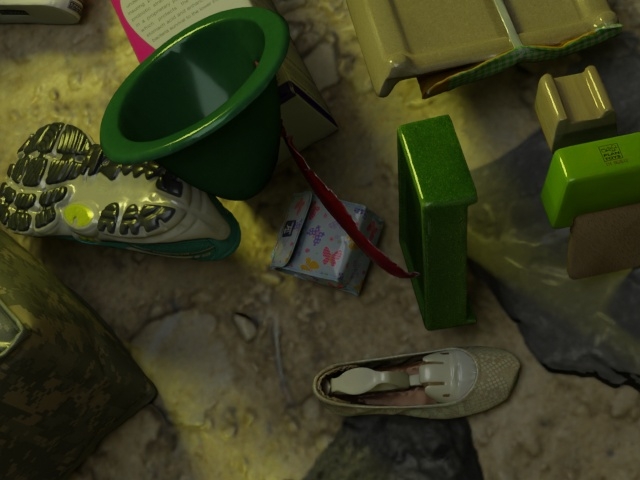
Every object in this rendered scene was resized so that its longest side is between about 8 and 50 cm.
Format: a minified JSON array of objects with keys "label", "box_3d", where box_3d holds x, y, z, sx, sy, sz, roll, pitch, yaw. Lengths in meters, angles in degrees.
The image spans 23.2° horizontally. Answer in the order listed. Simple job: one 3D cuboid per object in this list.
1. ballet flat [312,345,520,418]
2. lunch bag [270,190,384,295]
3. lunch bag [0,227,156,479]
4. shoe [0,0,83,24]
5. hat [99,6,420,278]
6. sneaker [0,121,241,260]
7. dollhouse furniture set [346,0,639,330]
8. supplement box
[{"label":"ballet flat","box_3d":[0.073,0.114,1.233,0.168,0.052,0.057,-10,71,18]},{"label":"lunch bag","box_3d":[0.000,0.000,1.296,0.083,0.053,0.071,16,80,34]},{"label":"lunch bag","box_3d":[-0.314,0.056,1.301,0.169,0.235,0.287,-44,64,3]},{"label":"shoe","box_3d":[-0.301,-0.254,1.484,0.178,0.063,0.081,6,76,17]},{"label":"hat","box_3d":[-0.054,-0.055,1.233,0.173,0.183,0.208,-28,32,13]},{"label":"sneaker","box_3d":[-0.182,-0.028,1.347,0.275,0.110,0.107,15,77,43]},{"label":"dollhouse furniture set","box_3d":[0.144,-0.106,1.263,0.197,0.151,0.302,-12,52,-3]},{"label":"supplement box","box_3d":[-0.092,-0.170,1.346,0.111,0.114,0.220,-31,68,12]}]
